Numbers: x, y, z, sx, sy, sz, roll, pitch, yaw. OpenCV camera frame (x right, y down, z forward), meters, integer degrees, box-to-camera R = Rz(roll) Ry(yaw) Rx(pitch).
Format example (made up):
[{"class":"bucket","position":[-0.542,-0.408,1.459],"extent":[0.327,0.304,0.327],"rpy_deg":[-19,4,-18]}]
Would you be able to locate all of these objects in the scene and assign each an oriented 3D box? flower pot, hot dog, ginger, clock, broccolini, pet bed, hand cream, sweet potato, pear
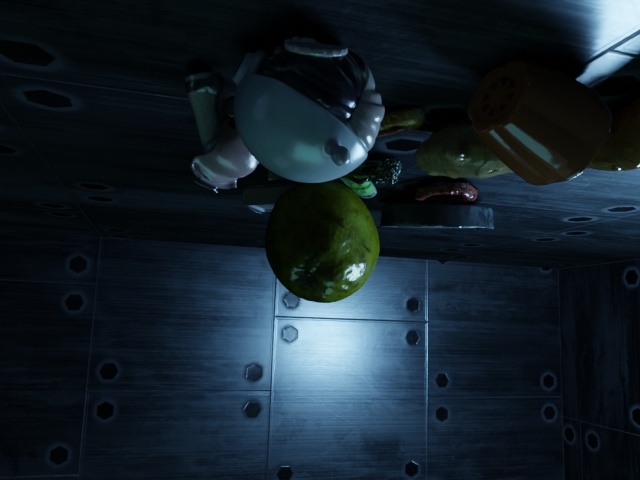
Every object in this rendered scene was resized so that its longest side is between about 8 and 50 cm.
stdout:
[{"class":"flower pot","position":[0.355,-0.206,0.936],"extent":[0.173,0.190,0.191],"rpy_deg":[19,164,-28]},{"class":"hot dog","position":[0.115,-0.239,1.164],"extent":[0.216,0.047,0.066],"rpy_deg":[-4,167,33]},{"class":"ginger","position":[0.363,-0.194,1.139],"extent":[0.354,0.126,0.190],"rpy_deg":[-6,-177,25]},{"class":"clock","position":[0.396,-0.078,1.891],"extent":[0.387,0.076,0.386],"rpy_deg":[2,-179,0]},{"class":"broccolini","position":[0.025,-0.190,1.499],"extent":[0.392,0.073,0.078],"rpy_deg":[0,-147,20]},{"class":"pet bed","position":[0.387,-0.147,1.694],"extent":[0.201,0.053,0.201],"rpy_deg":[3,177,0]},{"class":"clock","position":[-0.143,-0.136,1.820],"extent":[0.192,0.071,0.147],"rpy_deg":[-2,171,25]},{"class":"hand cream","position":[0.117,-0.166,1.649],"extent":[0.095,0.045,0.175],"rpy_deg":[5,171,21]},{"class":"sweet potato","position":[0.600,-0.195,1.092],"extent":[0.131,0.131,0.336],"rpy_deg":[2,172,-2]},{"class":"pear","position":[0.000,0.000,1.611],"extent":[0.352,0.351,0.413],"rpy_deg":[0,-150,11]}]

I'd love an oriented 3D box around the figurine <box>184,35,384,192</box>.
[{"class":"figurine","position":[-0.057,-0.196,0.939],"extent":[0.361,0.210,0.253],"rpy_deg":[-4,169,44]}]
